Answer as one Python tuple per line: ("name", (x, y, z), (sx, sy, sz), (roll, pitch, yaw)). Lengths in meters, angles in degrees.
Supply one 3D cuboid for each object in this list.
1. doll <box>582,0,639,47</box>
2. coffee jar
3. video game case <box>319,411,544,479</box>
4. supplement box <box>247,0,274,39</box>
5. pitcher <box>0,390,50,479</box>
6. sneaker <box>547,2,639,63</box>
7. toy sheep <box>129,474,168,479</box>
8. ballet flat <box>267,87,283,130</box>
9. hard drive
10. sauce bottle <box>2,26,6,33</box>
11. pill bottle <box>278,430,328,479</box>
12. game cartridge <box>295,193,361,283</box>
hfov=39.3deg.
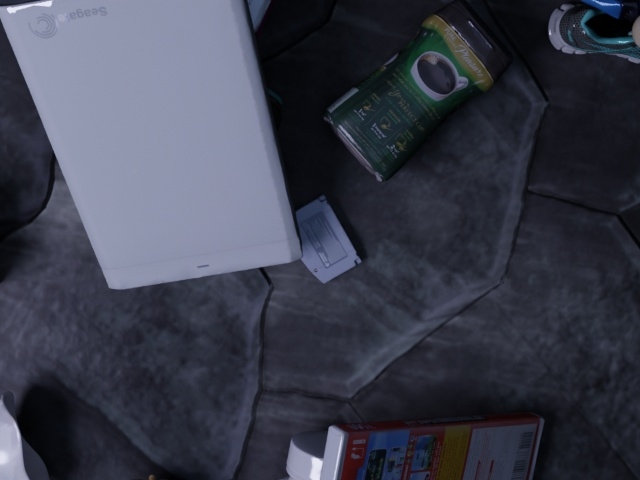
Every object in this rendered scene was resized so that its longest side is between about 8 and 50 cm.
("doll", (0.297, -0.255, 0.866), (0.129, 0.046, 0.189), (-3, 58, -4))
("coffee jar", (0.099, -0.152, 0.900), (0.184, 0.079, 0.096), (-41, 95, 3))
("video game case", (0.109, 0.279, 0.909), (0.285, 0.025, 0.204), (5, 98, -38))
("supplement box", (-0.136, -0.289, 0.850), (0.220, 0.111, 0.114), (24, 95, -6))
("pitcher", (-0.371, 0.274, 0.909), (0.207, 0.125, 0.177), (-28, 114, -11))
("sneaker", (0.321, -0.212, 0.909), (0.167, 0.076, 0.065), (-2, 98, -4))
("toy sheep", (-0.165, 0.301, 0.938), (0.091, 0.091, 0.132), (-33, 112, 1))
("ballet flat", (-0.164, -0.166, 0.855), (0.280, 0.095, 0.096), (33, 79, -13))
("hard drive", (-0.143, -0.095, 0.831), (0.203, 0.040, 0.307), (-9, 127, 4))
("sauce bottle", (-0.254, -0.177, 0.891), (0.128, 0.042, 0.042), (41, 93, -8))
("pill bottle", (-0.004, 0.318, 0.929), (0.124, 0.124, 0.221), (8, 97, -5))
("game cartridge", (0.000, 0.000, 0.944), (0.056, 0.017, 0.083), (-30, 98, -3))
